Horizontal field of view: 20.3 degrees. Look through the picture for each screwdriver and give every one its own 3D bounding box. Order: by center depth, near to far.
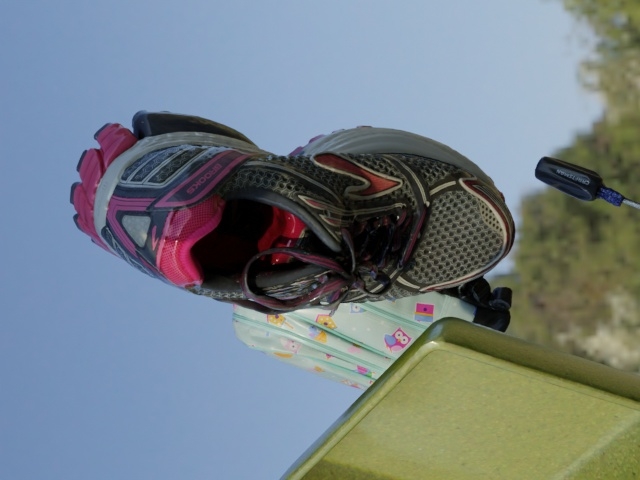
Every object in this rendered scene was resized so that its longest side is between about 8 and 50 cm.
[{"bbox_3d":[0.235,-0.023,1.317,0.025,0.170,0.024,-49,-26,-33],"label":"screwdriver"}]

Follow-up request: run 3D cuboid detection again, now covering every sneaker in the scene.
[{"bbox_3d":[0.000,0.000,1.077,0.299,0.112,0.121,1,-67,-36],"label":"sneaker"}]

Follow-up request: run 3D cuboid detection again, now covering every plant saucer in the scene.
[{"bbox_3d":[0.089,0.109,0.958,0.188,0.188,0.045,-49,32,43],"label":"plant saucer"}]

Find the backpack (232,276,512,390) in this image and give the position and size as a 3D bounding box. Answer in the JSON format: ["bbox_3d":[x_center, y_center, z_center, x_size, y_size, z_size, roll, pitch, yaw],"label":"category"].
[{"bbox_3d":[0.030,0.048,1.283,0.152,0.182,0.115,168,121,-78],"label":"backpack"}]
